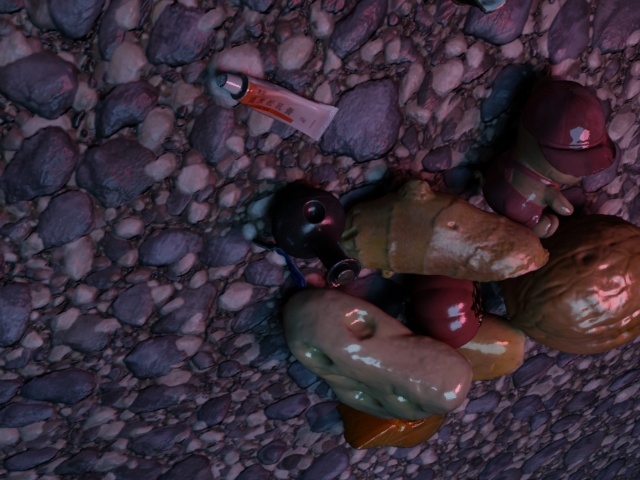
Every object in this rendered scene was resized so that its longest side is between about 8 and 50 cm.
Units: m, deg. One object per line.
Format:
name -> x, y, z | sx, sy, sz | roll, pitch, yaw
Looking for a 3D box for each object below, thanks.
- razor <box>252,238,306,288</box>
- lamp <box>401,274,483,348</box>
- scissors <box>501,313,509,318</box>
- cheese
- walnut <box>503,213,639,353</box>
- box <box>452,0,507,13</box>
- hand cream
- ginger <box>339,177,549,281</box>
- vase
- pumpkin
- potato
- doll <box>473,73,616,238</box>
razor -> -0.057, 0.036, 1.428 | 0.028, 0.044, 0.154 | -57, 141, -15
lamp -> 0.226, 0.113, 1.576 | 0.140, 0.182, 0.182 | -6, 141, 20
scissors -> 0.327, 0.215, 1.825 | 0.204, 0.027, 0.101 | -12, 129, -21
cheese -> 0.070, 0.229, 1.591 | 0.351, 0.129, 0.328 | 25, 155, -4
walnut -> 0.503, 0.083, 1.651 | 0.313, 0.277, 0.252 | -22, 105, -7
box -> 0.232, -0.440, 1.055 | 0.273, 0.143, 0.184 | -43, 107, 9
hand cream -> -0.062, -0.195, 1.222 | 0.052, 0.038, 0.216 | -29, 149, 36
ginger -> 0.207, -0.003, 1.425 | 0.354, 0.126, 0.190 | 12, 114, -5
vase -> 0.000, 0.000, 1.318 | 0.120, 0.183, 0.120 | -18, 136, -18
pumpkin -> 0.160, 0.365, 1.783 | 0.248, 0.131, 0.126 | -26, 136, -7
potato -> 0.296, 0.213, 1.715 | 0.234, 0.146, 0.150 | 2, 101, -9
doll -> 0.385, -0.142, 1.435 | 0.152, 0.196, 0.256 | -19, 145, -43
